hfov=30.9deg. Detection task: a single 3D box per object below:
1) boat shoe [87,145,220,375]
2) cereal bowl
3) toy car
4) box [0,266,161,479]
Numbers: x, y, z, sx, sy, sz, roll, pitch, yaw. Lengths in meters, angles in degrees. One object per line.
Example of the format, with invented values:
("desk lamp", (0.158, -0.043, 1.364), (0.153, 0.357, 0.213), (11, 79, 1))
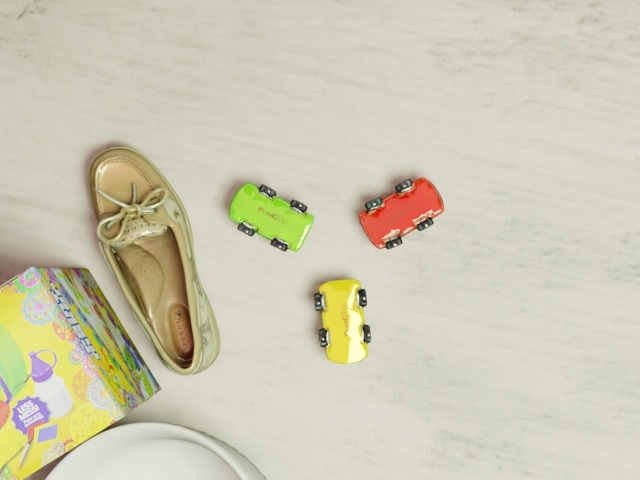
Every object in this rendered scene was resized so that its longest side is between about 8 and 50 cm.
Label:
("boat shoe", (-0.192, 0.020, 1.342), (0.104, 0.089, 0.285), (-25, 88, 0))
("cereal bowl", (-0.167, 0.372, 1.278), (0.339, 0.141, 0.339), (-7, 73, 24))
("toy car", (0.000, 0.000, 1.363), (0.225, 0.053, 0.239), (27, 88, 1))
("box", (-0.354, 0.175, 1.243), (0.290, 0.279, 0.177), (-32, 88, -1))
